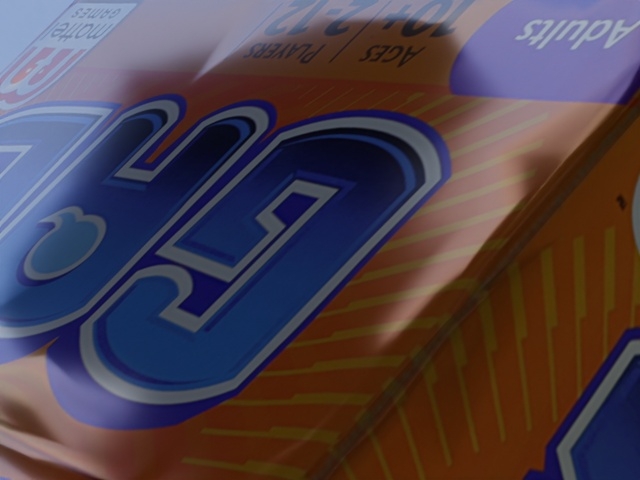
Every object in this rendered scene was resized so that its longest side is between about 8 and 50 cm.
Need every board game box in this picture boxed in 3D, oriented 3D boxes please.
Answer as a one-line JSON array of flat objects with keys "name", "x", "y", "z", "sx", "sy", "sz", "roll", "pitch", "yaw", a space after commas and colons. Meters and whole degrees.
[{"name": "board game box", "x": -0.011, "y": 0.166, "z": 0.577, "sx": 0.356, "sy": 0.356, "sz": 0.356, "roll": -47, "pitch": -153, "yaw": -19}]
